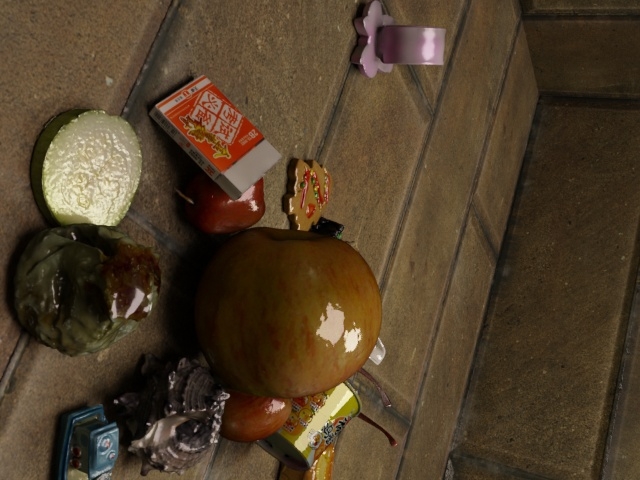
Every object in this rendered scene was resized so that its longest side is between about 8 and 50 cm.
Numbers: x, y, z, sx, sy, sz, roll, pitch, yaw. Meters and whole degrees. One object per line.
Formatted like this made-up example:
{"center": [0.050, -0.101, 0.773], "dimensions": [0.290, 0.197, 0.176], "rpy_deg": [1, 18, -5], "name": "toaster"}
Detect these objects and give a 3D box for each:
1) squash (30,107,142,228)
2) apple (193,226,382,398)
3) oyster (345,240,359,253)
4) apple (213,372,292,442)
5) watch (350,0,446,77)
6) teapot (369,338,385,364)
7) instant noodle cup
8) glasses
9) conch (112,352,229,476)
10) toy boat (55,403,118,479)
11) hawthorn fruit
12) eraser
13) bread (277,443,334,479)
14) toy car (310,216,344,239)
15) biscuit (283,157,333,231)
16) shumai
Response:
{"center": [-0.390, -0.113, 1.246], "dimensions": [0.219, 0.041, 0.219], "rpy_deg": [-31, 127, -51], "name": "squash"}
{"center": [-0.071, 0.133, 1.547], "dimensions": [0.400, 0.400, 0.334], "rpy_deg": [-38, 123, -53], "name": "apple"}
{"center": [0.066, 0.078, 2.123], "dimensions": [0.191, 0.081, 0.163], "rpy_deg": [17, 87, -59], "name": "oyster"}
{"center": [-0.157, 0.359, 1.642], "dimensions": [0.173, 0.195, 0.160], "rpy_deg": [-17, 111, -18], "name": "apple"}
{"center": [0.235, -0.563, 2.101], "dimensions": [0.248, 0.217, 0.211], "rpy_deg": [-19, 115, -60], "name": "watch"}
{"center": [0.080, 0.232, 2.098], "dimensions": [0.208, 0.166, 0.300], "rpy_deg": [-44, 141, -17], "name": "teapot"}
{"center": [-0.058, 0.418, 1.817], "dimensions": [0.200, 0.264, 0.264], "rpy_deg": [-51, 141, -30], "name": "instant noodle cup"}
{"center": [0.143, 0.459, 2.188], "dimensions": [0.118, 0.268, 0.234], "rpy_deg": [-33, 131, -32], "name": "glasses"}
{"center": [-0.292, 0.342, 1.444], "dimensions": [0.241, 0.186, 0.313], "rpy_deg": [-62, 168, -17], "name": "conch"}
{"center": [-0.402, 0.412, 1.305], "dimensions": [0.109, 0.098, 0.238], "rpy_deg": [-10, 107, -58], "name": "toy boat"}
{"center": [-0.212, -0.080, 1.490], "dimensions": [0.203, 0.162, 0.163], "rpy_deg": [-17, 115, -36], "name": "hawthorn fruit"}
{"center": [-0.196, -0.200, 1.431], "dimensions": [0.230, 0.038, 0.157], "rpy_deg": [46, 44, -5], "name": "eraser"}
{"center": [-0.044, 0.685, 2.049], "dimensions": [0.152, 0.119, 0.288], "rpy_deg": [20, 80, -66], "name": "bread"}
{"center": [0.000, 0.000, 1.983], "dimensions": [0.165, 0.071, 0.063], "rpy_deg": [-45, 150, -49], "name": "toy car"}
{"center": [-0.023, -0.123, 1.932], "dimensions": [0.238, 0.041, 0.212], "rpy_deg": [-33, 125, -54], "name": "biscuit"}
{"center": [-0.335, 0.097, 1.197], "dimensions": [0.225, 0.222, 0.261], "rpy_deg": [-60, 154, -15], "name": "shumai"}
